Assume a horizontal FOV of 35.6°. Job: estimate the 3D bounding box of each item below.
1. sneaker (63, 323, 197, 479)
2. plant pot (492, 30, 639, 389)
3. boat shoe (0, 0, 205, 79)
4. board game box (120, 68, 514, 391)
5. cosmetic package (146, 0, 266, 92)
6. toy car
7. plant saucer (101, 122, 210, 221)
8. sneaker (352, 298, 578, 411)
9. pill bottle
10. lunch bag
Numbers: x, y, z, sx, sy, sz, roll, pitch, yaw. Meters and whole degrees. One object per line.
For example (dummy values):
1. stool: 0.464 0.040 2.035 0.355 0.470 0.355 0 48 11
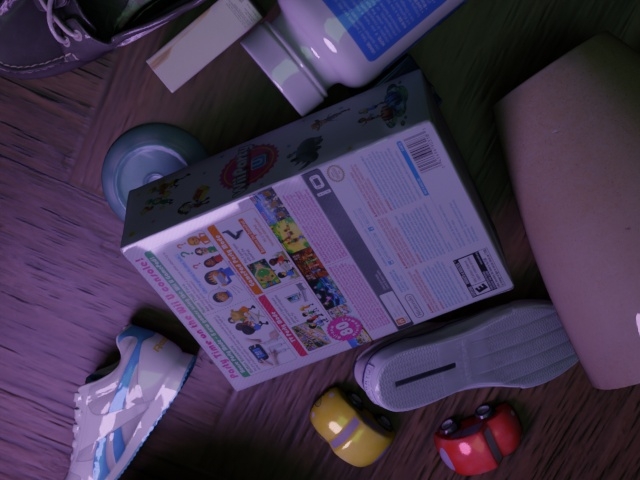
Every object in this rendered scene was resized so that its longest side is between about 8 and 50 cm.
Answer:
1. sneaker: -0.228 0.195 1.073 0.092 0.087 0.229 34 97 -2
2. plant pot: 0.287 -0.046 0.930 0.256 0.256 0.274 -34 87 10
3. boat shoe: -0.181 -0.246 0.926 0.335 0.095 0.112 -24 105 7
4. board game box: 0.000 0.000 0.945 0.303 0.097 0.224 -22 128 13
5. cosmetic package: -0.109 -0.196 0.961 0.115 0.060 0.041 -37 102 9
6. toy car: 0.098 0.281 1.109 0.239 0.053 0.225 6 107 -2
7. plant saucer: -0.167 -0.060 1.022 0.119 0.021 0.119 0 107 1
8. sneaker: 0.154 0.109 1.042 0.258 0.091 0.094 -8 103 -19
9. pill bottle: 0.039 -0.218 0.906 0.221 0.124 0.124 -40 103 2
10. lunch bag: 0.075 -0.137 0.958 0.067 0.098 0.065 -39 106 6
